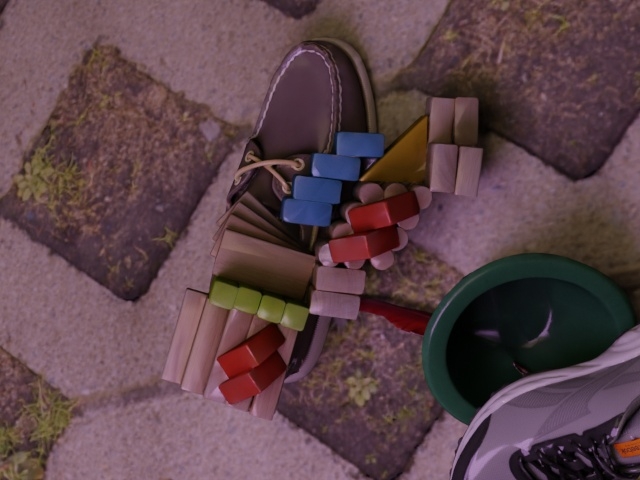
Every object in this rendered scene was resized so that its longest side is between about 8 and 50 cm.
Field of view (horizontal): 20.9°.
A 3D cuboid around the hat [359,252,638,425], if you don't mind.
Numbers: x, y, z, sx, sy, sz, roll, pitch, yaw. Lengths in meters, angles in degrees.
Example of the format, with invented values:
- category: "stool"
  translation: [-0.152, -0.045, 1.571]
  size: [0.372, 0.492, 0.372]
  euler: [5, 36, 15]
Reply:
- category: "hat"
  translation: [0.152, 0.051, 1.498]
  size: [0.208, 0.183, 0.173]
  euler: [14, 112, -12]

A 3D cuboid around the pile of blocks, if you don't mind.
- category: "pile of blocks"
  translation: [0.000, 0.000, 1.470]
  size: [0.149, 0.112, 0.362]
  euler: [41, 90, -6]

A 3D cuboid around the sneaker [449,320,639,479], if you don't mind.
- category: "sneaker"
  translation: [0.215, 0.153, 1.384]
  size: [0.271, 0.108, 0.100]
  euler: [-34, 114, 22]

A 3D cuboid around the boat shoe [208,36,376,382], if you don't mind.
- category: "boat shoe"
  translation: [-0.033, -0.028, 1.570]
  size: [0.117, 0.097, 0.324]
  euler: [16, 96, 31]
